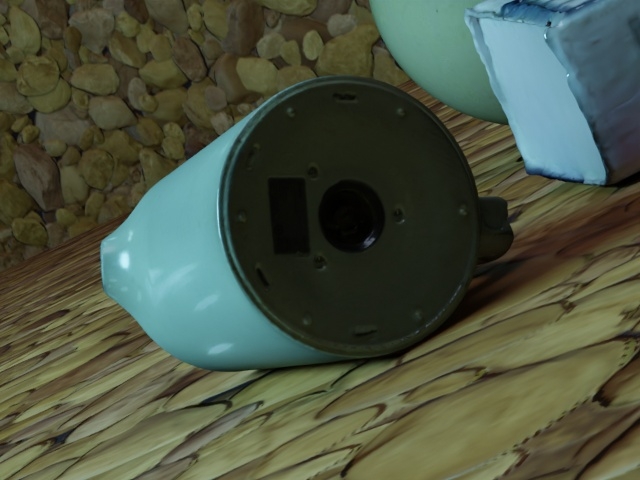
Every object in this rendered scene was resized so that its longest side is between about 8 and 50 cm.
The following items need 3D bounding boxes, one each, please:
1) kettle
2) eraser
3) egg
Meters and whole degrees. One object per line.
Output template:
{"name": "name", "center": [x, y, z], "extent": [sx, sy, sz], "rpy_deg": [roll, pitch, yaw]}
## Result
{"name": "kettle", "center": [-0.004, -0.005, 0.747], "extent": [0.127, 0.098, 0.148], "rpy_deg": [-34, 4, -22]}
{"name": "eraser", "center": [0.216, -0.123, 0.873], "extent": [0.287, 0.086, 0.130], "rpy_deg": [-27, 12, -7]}
{"name": "egg", "center": [0.129, -0.160, 1.133], "extent": [0.186, 0.186, 0.242], "rpy_deg": [-22, 2, 39]}
